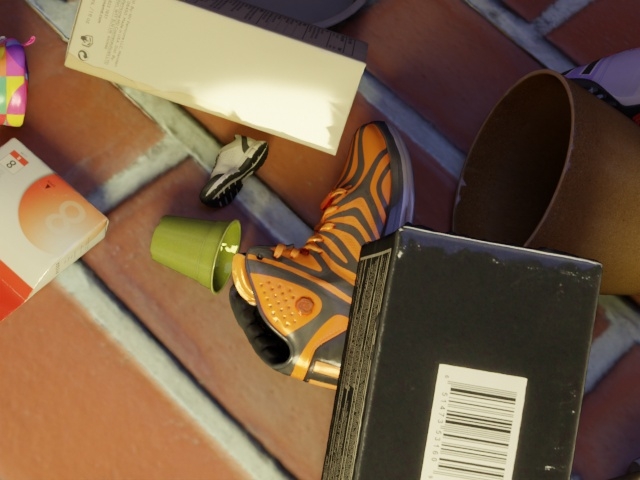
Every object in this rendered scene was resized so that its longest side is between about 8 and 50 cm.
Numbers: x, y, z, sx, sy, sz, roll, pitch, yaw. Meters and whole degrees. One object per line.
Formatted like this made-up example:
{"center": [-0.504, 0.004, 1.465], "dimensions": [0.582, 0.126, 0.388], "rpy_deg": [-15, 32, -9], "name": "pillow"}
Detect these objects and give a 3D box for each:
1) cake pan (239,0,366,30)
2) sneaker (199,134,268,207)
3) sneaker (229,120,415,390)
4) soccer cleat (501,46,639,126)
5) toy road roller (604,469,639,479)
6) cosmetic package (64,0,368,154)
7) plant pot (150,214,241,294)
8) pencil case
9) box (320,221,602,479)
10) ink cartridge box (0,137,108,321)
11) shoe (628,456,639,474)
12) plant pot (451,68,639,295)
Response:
{"center": [-0.071, -0.358, 1.645], "dimensions": [0.293, 0.054, 0.293], "rpy_deg": [6, 59, -10], "name": "cake pan"}
{"center": [-0.104, -0.078, 1.486], "dimensions": [0.044, 0.040, 0.109], "rpy_deg": [25, 52, 22], "name": "sneaker"}
{"center": [0.000, 0.000, 1.408], "dimensions": [0.180, 0.124, 0.321], "rpy_deg": [9, 58, -9], "name": "sneaker"}
{"center": [0.350, -0.179, 1.624], "dimensions": [0.318, 0.108, 0.116], "rpy_deg": [-9, 40, -15], "name": "soccer cleat"}
{"center": [0.272, 0.385, 1.209], "dimensions": [0.329, 0.202, 0.240], "rpy_deg": [-38, 86, -24], "name": "toy road roller"}
{"center": [-0.109, -0.207, 1.473], "dimensions": [0.310, 0.113, 0.160], "rpy_deg": [19, 16, -2], "name": "cosmetic package"}
{"center": [-0.136, 0.007, 1.407], "dimensions": [0.079, 0.083, 0.083], "rpy_deg": [16, 57, 12], "name": "plant pot"}
{"center": [-0.427, -0.173, 1.427], "dimensions": [0.236, 0.104, 0.104], "rpy_deg": [-1, 60, -15], "name": "pencil case"}
{"center": [0.112, 0.150, 1.184], "dimensions": [0.183, 0.294, 0.296], "rpy_deg": [10, 87, -4], "name": "box"}
{"center": [-0.336, -0.008, 1.383], "dimensions": [0.145, 0.045, 0.179], "rpy_deg": [40, 57, 12], "name": "ink cartridge box"}
{"center": [0.390, 0.296, 1.360], "dimensions": [0.081, 0.063, 0.178], "rpy_deg": [-12, 59, -14], "name": "shoe"}
{"center": [0.313, -0.036, 1.465], "dimensions": [0.254, 0.237, 0.237], "rpy_deg": [18, 56, -20], "name": "plant pot"}
